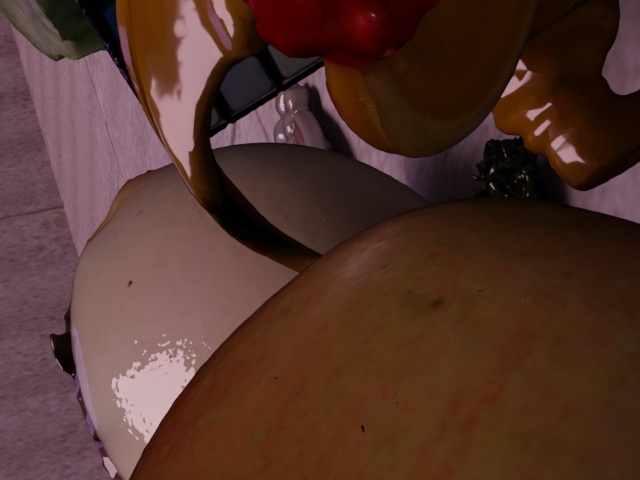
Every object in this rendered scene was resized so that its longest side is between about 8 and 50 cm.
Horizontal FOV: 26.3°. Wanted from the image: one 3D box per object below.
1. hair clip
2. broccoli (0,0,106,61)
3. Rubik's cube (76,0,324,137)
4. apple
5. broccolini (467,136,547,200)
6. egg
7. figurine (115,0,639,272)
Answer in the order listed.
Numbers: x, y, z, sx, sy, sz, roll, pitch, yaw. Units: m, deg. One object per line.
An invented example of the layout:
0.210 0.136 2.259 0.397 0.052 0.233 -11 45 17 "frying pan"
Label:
0.000 0.000 1.031 0.140 0.054 0.220 -126 32 -67 "hair clip"
-0.142 -0.229 1.042 0.261 0.241 0.269 -6 126 54 "broccoli"
-0.072 -0.196 0.795 0.184 0.182 0.187 60 178 -35 "Rubik's cube"
0.066 0.162 0.442 0.319 0.277 0.319 28 144 22 "apple"
0.122 0.064 0.659 0.071 0.058 0.254 24 -136 -55 "broccolini"
0.012 0.039 0.743 0.174 0.264 0.286 -46 14 34 "egg"
0.006 -0.202 0.464 0.387 0.268 0.401 56 172 12 "figurine"
